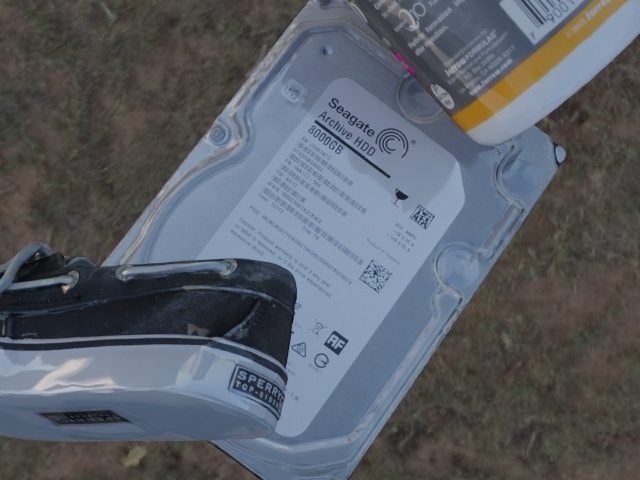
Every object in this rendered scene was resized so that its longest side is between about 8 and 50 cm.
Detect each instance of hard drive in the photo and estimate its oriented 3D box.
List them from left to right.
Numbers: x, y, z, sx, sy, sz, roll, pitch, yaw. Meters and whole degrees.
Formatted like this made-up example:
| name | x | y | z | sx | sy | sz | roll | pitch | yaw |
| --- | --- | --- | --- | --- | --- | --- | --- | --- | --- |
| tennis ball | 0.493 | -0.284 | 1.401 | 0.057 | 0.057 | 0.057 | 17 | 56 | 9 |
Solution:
| name | x | y | z | sx | sy | sz | roll | pitch | yaw |
| --- | --- | --- | --- | --- | --- | --- | --- | --- | --- |
| hard drive | 0.000 | 0.000 | 0.732 | 0.237 | 0.064 | 0.339 | 37 | 77 | -2 |

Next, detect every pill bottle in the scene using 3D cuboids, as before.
| name | x | y | z | sx | sy | sz | roll | pitch | yaw |
| --- | --- | --- | --- | --- | --- | --- | --- | --- | --- |
| pill bottle | 0.076 | -0.210 | 0.623 | 0.162 | 0.162 | 0.278 | -41 | 93 | 27 |

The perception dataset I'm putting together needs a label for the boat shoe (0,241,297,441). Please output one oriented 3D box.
| name | x | y | z | sx | sy | sz | roll | pitch | yaw |
| --- | --- | --- | --- | --- | --- | --- | --- | --- | --- |
| boat shoe | -0.156 | 0.053 | 0.577 | 0.306 | 0.105 | 0.113 | -6 | 148 | 30 |
